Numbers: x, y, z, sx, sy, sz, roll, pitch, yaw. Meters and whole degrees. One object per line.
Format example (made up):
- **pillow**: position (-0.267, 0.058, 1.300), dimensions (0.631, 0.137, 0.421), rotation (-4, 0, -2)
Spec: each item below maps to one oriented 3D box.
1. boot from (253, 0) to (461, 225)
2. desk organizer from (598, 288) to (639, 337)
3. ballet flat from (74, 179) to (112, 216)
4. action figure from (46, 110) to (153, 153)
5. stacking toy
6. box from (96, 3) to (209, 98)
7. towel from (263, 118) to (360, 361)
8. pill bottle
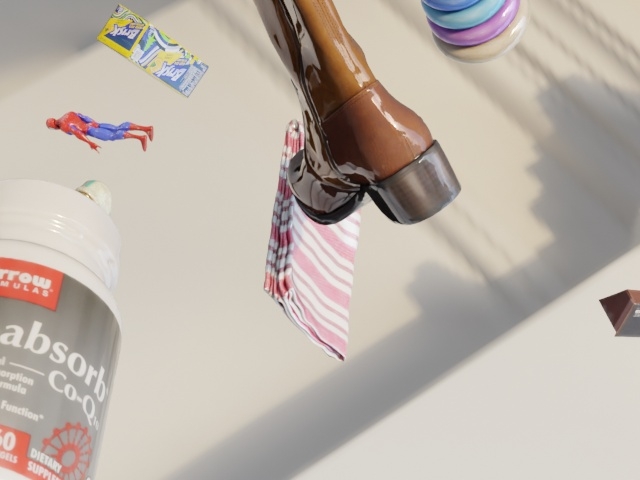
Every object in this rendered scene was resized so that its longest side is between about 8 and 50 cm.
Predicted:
- **boot**: position (-0.022, -0.144, 1.578), dimensions (0.280, 0.096, 0.264), rotation (56, -9, -15)
- **desk organizer**: position (0.346, 0.064, 1.854), dimensions (0.050, 0.130, 0.047), rotation (-112, -145, -43)
- **ballet flat**: position (-0.273, 0.014, 2.143), dimensions (0.057, 0.052, 0.168), rotation (8, -78, 20)
- **action figure**: position (-0.237, -0.116, 1.994), dimensions (0.115, 0.038, 0.030), rotation (12, -51, 8)
- **stacking toy**: position (0.160, -0.374, 2.433), dimensions (0.141, 0.141, 0.330), rotation (41, -7, 39)
- **box**: position (-0.209, -0.236, 2.347), dimensions (0.059, 0.054, 0.169), rotation (33, 0, 26)
- **towel**: position (0.000, 0.000, 1.785), dimensions (0.029, 0.197, 0.144), rotation (-8, -33, 25)
- **pill bottle**: position (-0.300, 0.131, 1.756), dimensions (0.210, 0.210, 0.363), rotation (86, 8, -49)
